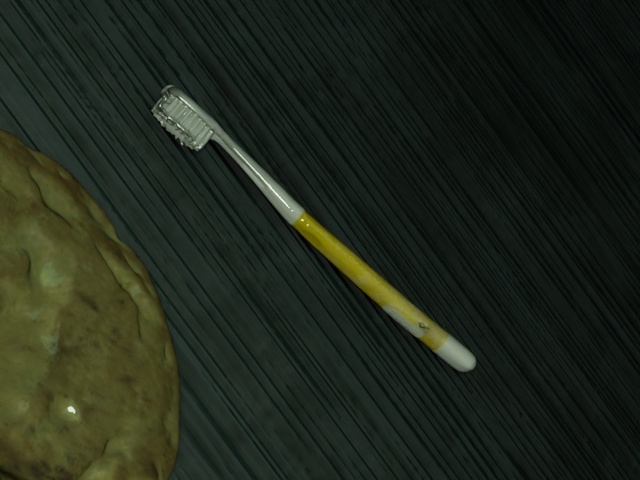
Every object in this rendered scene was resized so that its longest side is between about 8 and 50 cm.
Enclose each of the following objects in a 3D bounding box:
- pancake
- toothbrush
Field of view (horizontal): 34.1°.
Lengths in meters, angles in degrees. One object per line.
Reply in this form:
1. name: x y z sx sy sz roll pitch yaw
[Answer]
1. pancake: -0.155 0.042 0.510 0.242 0.050 0.242 49 28 -36
2. toothbrush: 0.000 0.000 0.704 0.288 0.021 0.024 42 59 -13
